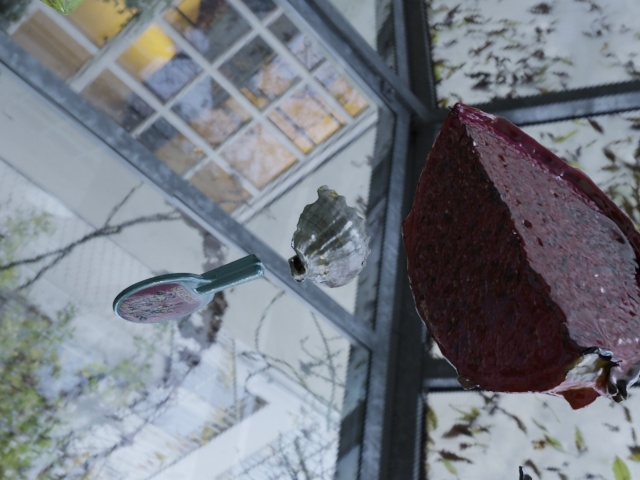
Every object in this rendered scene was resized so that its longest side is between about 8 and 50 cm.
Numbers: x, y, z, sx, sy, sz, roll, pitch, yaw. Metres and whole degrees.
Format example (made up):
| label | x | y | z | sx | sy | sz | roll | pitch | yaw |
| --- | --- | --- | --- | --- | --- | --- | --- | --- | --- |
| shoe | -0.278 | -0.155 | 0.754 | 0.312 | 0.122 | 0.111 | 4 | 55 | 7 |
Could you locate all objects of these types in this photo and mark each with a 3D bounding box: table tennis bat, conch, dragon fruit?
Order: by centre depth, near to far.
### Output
| label | x | y | z | sx | sy | sz | roll | pitch | yaw |
| --- | --- | --- | --- | --- | --- | --- | --- | --- | --- |
| dragon fruit | 0.167 | 0.036 | 0.618 | 0.126 | 0.161 | 0.274 | -61 | -148 | 36 |
| conch | 0.000 | 0.000 | 1.250 | 0.130 | 0.155 | 0.207 | -14 | -176 | 33 |
| table tennis bat | -0.202 | 0.075 | 1.300 | 0.244 | 0.153 | 0.040 | -19 | -115 | 5 |

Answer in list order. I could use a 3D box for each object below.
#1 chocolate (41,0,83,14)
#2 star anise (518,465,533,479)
| label | x | y | z | sx | sy | sz | roll | pitch | yaw |
| --- | --- | --- | --- | --- | --- | --- | --- | --- | --- |
| chocolate | -0.319 | -0.476 | 1.135 | 0.301 | 0.137 | 0.289 | -43 | 178 | -8 |
| star anise | 0.184 | 0.285 | 0.807 | 0.141 | 0.042 | 0.141 | -29 | -146 | 21 |
